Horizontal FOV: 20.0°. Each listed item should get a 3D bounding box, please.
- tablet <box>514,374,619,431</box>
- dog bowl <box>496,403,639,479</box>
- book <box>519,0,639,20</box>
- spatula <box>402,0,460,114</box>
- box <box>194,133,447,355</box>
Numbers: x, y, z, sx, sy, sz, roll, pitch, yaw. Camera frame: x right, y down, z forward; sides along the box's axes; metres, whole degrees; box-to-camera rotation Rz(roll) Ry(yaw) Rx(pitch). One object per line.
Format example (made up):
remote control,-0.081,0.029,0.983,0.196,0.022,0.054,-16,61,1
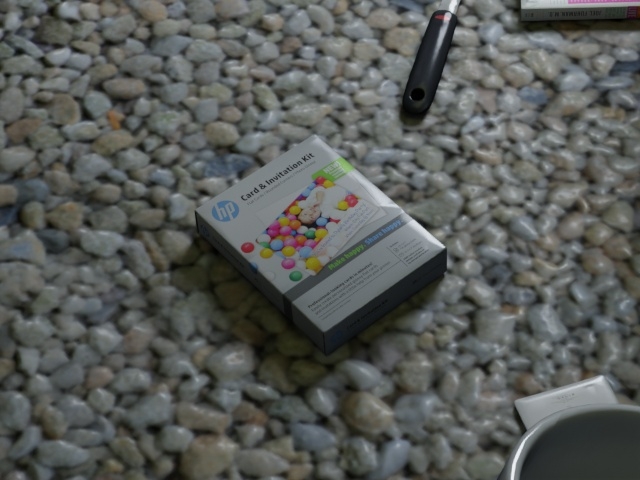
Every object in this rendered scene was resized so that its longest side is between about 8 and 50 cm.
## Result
tablet,0.210,0.145,1.525,0.083,0.006,0.054,-16,52,-9
dog bowl,0.240,0.246,1.318,0.265,0.104,0.265,14,36,-11
book,0.273,-0.266,1.838,0.144,0.035,0.096,0,54,4
spatula,0.131,-0.238,1.824,0.084,0.030,0.296,12,53,14
box,0.000,0.000,1.634,0.145,0.038,0.186,-33,55,-22
